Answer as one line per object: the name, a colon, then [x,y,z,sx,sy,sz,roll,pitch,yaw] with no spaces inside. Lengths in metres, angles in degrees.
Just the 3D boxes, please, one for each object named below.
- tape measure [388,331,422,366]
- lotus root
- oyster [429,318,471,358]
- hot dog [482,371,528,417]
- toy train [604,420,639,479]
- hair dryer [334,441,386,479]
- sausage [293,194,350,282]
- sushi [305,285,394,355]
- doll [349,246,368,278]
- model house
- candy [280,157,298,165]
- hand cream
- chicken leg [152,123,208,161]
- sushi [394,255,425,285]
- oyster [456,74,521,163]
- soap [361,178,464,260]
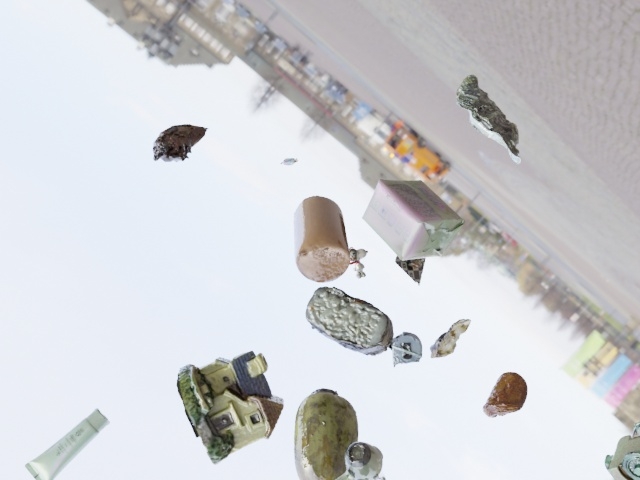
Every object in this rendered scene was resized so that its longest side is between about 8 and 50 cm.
tape measure: [0.234,0.297,2.050,0.054,0.094,0.091,-24,-85,-80]
lotus root: [0.014,0.541,1.942,0.173,0.173,0.309,31,-130,-44]
oyster: [0.194,0.148,1.130,0.054,0.083,0.019,19,-162,-49]
hot dog: [0.464,0.393,1.870,0.065,0.099,0.147,55,-138,-8]
toy train: [0.724,0.429,1.467,0.159,0.326,0.129,54,-138,1]
hair dryer: [0.075,0.551,1.675,0.088,0.225,0.219,43,-171,36]
sausage: [0.000,0.000,1.645,0.123,0.123,0.253,37,-161,-18]
sushi: [0.074,0.208,1.870,0.225,0.124,0.127,21,166,19]
doll: [0.094,0.056,1.942,0.058,0.085,0.040,1,-157,-17]
model house: [-0.262,0.497,2.300,0.261,0.266,0.321,123,123,-87]
candy: [-0.089,-0.230,2.163,0.083,0.030,0.020,5,131,56]
hand cream: [-0.583,0.478,1.728,0.078,0.205,0.050,44,164,14]
chicken leg: [-0.358,-0.247,1.867,0.105,0.063,0.234,15,-152,1]
sushi: [0.269,0.045,2.119,0.120,0.026,0.126,42,-130,-30]
oyster: [0.395,-0.275,1.736,0.199,0.087,0.252,43,-159,-11]
soap: [0.247,-0.058,2.010,0.182,0.138,0.199,-2,-139,-43]
